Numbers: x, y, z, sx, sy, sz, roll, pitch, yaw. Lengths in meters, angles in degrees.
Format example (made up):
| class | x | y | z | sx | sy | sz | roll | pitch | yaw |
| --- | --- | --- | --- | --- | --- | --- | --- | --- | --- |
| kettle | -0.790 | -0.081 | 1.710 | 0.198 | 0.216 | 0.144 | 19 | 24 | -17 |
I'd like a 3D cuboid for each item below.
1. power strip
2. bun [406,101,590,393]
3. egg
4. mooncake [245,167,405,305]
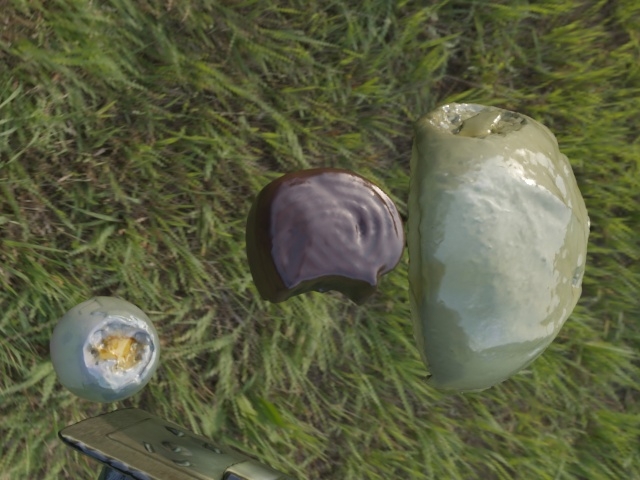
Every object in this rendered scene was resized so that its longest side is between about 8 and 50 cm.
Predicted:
| class | x | y | z | sx | sy | sz | roll | pitch | yaw |
| --- | --- | --- | --- | --- | --- | --- | --- | --- | --- |
| power strip | -0.143 | 0.272 | 0.987 | 0.251 | 0.257 | 0.092 | 17 | 86 | 9 |
| bun | 0.215 | 0.007 | 1.065 | 0.202 | 0.364 | 0.365 | 1 | 92 | 13 |
| egg | -0.377 | 0.189 | 1.541 | 0.183 | 0.217 | 0.183 | 6 | 78 | -31 |
| mooncake | 0.000 | 0.000 | 1.871 | 0.325 | 0.174 | 0.334 | 34 | 65 | -8 |
